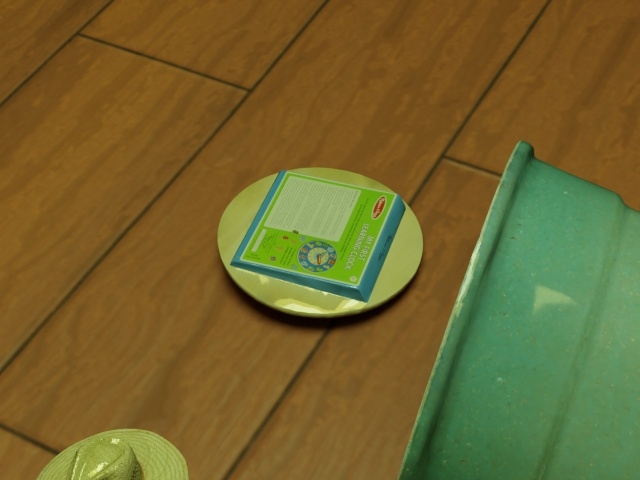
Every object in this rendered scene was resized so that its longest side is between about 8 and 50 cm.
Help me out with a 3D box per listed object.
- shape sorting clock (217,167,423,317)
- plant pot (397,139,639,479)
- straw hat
[{"bbox_3d":[0.000,0.000,1.190,0.206,0.040,0.206,-1,44,1],"label":"shape sorting clock"},{"bbox_3d":[0.253,0.135,0.872,0.334,0.341,0.341,17,50,10],"label":"plant pot"},{"bbox_3d":[-0.184,0.201,1.003,0.145,0.061,0.144,-1,47,1],"label":"straw hat"}]
